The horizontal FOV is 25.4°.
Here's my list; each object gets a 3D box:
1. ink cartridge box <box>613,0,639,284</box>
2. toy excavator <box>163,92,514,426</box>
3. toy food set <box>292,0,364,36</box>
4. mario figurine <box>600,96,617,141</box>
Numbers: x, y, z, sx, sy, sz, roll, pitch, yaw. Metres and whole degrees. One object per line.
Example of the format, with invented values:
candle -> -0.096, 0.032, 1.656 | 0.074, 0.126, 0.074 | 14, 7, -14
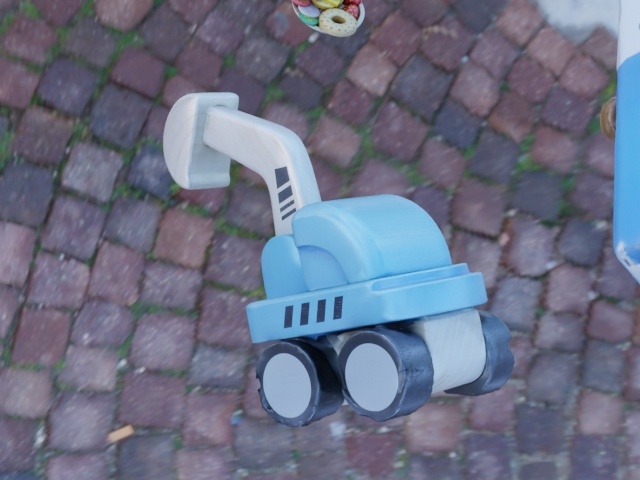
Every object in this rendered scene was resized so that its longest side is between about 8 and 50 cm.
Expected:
ink cartridge box -> 0.275, -0.149, 0.553 | 0.166, 0.285, 0.395 | 40, 43, -31
toy excavator -> 0.000, 0.000, 1.792 | 0.222, 0.433, 0.445 | -6, 86, -47
toy food set -> 0.008, -0.253, 1.520 | 0.082, 0.020, 0.083 | 26, 52, 3
mario figurine -> 0.425, -0.163, 1.444 | 0.170, 0.320, 0.198 | -21, 108, -36
